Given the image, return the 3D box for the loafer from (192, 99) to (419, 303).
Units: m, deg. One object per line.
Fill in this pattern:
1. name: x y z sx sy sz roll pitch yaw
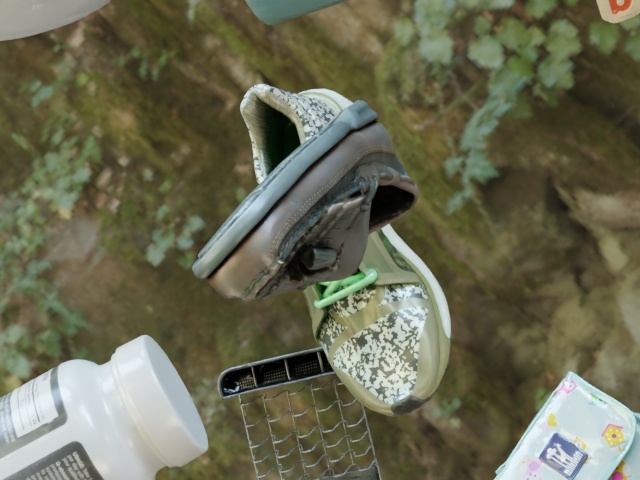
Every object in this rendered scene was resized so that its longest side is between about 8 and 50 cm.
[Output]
1. loafer: 0.009 -0.019 0.711 0.096 0.084 0.267 -44 3 25

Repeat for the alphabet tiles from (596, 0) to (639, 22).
1. alphabet tiles: 0.397 -0.414 1.448 0.284 0.278 0.021 -21 35 11

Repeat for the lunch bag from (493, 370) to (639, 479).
1. lunch bag: 0.393 0.336 1.632 0.223 0.262 0.160 -56 -3 0

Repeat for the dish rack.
1. dish rack: -0.019 0.297 1.728 0.208 0.272 0.074 -13 1 7

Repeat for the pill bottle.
1. pill bottle: -0.262 0.216 1.153 0.278 0.162 0.162 -28 3 0

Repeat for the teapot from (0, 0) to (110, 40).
1. teapot: -0.266 -0.291 0.929 0.252 0.256 0.187 -41 -38 -37

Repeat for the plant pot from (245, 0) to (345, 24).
1. plant pot: 0.014 -0.458 1.576 0.235 0.293 0.293 -9 16 17

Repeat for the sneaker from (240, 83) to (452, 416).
1. sneaker: 0.000 0.000 1.265 0.158 0.410 0.182 -33 -25 22
